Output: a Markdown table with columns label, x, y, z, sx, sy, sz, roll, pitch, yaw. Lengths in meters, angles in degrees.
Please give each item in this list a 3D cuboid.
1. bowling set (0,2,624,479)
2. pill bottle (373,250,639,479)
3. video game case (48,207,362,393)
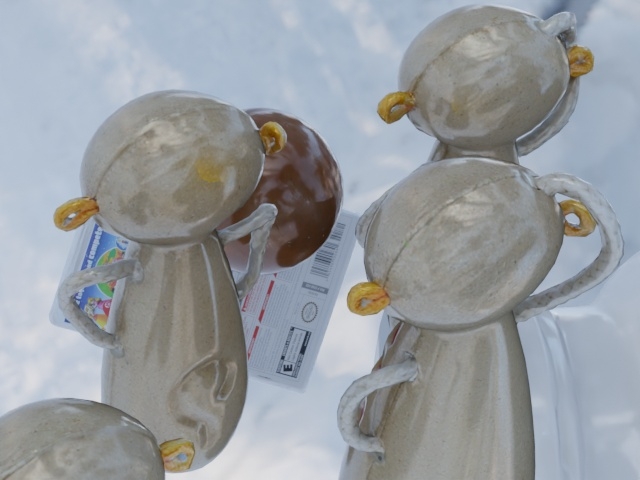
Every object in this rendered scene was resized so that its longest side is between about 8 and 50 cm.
| label | x | y | z | sx | sy | sz | roll | pitch | yaw |
| --- | --- | --- | --- | --- | --- | --- | --- | --- | --- |
| bowling set | 0.000 | 0.000 | 0.491 | 0.200 | 0.287 | 0.154 | 49 | -30 | 37 |
| pill bottle | 0.206 | 0.100 | 0.656 | 0.210 | 0.363 | 0.210 | -179 | -90 | -85 |
| video game case | -0.050 | 0.012 | 0.812 | 0.122 | 0.087 | 0.011 | 17 | 6 | -17 |
